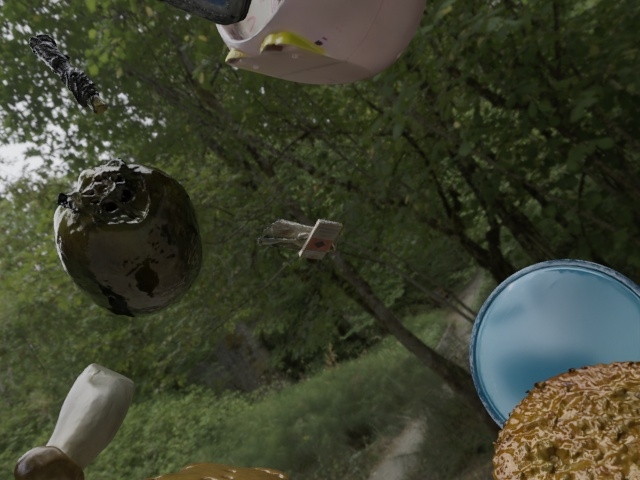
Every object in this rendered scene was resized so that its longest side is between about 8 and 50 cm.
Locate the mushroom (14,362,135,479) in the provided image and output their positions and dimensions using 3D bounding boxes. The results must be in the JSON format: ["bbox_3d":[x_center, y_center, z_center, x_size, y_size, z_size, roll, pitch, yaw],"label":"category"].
[{"bbox_3d":[-0.450,0.345,0.907,0.128,0.128,0.350,-44,13,11],"label":"mushroom"}]

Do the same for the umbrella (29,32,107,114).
[{"bbox_3d":[-0.361,-0.239,0.677,0.037,0.144,0.040,-45,-4,32],"label":"umbrella"}]

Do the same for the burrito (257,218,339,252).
[{"bbox_3d":[-0.039,-0.006,0.870,0.041,0.149,0.055,99,178,-57],"label":"burrito"}]

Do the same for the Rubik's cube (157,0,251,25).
[{"bbox_3d":[-0.139,-0.320,0.354,0.238,0.236,0.237,-102,32,-65],"label":"Rubik's cube"}]

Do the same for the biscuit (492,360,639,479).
[{"bbox_3d":[0.280,0.199,0.403,0.253,0.035,0.254,-18,27,10],"label":"biscuit"}]

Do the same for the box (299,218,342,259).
[{"bbox_3d":[0.000,0.000,0.803,0.046,0.012,0.083,8,-49,-30],"label":"box"}]

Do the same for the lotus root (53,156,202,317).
[{"bbox_3d":[-0.239,0.015,0.610,0.160,0.152,0.275,6,-23,-7],"label":"lotus root"}]

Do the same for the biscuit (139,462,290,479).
[{"bbox_3d":[-0.136,0.364,0.643,0.355,0.275,0.052,85,-170,-76],"label":"biscuit"}]

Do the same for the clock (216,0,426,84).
[{"bbox_3d":[0.012,-0.436,0.704,0.250,0.368,0.377,3,-84,-39],"label":"clock"}]

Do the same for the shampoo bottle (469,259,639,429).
[{"bbox_3d":[0.516,0.239,0.883,0.342,0.331,0.331,23,-60,-38],"label":"shampoo bottle"}]
